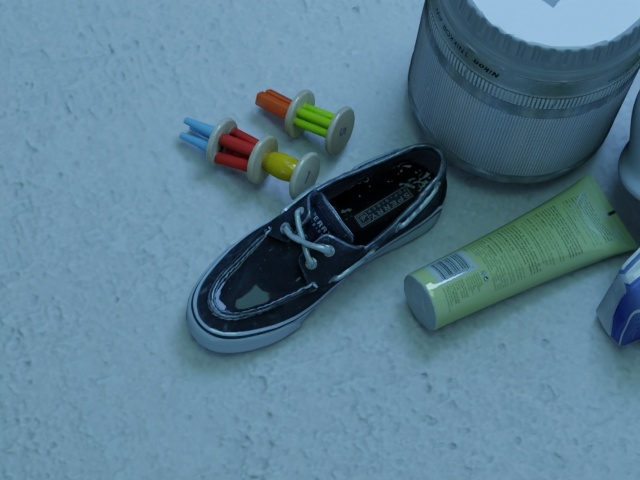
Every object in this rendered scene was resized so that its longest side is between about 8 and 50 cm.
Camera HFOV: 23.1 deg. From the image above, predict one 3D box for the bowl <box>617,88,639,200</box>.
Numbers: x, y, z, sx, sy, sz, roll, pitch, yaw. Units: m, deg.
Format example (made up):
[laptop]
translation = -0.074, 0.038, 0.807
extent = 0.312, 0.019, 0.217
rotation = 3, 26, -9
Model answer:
[bowl]
translation = 0.429, -0.140, 1.513
extent = 0.297, 0.134, 0.298
rotation = -9, 26, 4

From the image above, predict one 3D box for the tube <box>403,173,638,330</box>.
[tube]
translation = 0.199, 0.017, 1.562
extent = 0.240, 0.062, 0.070
rotation = -25, 113, -19

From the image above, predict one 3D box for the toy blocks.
[toy blocks]
translation = -0.057, -0.114, 1.600
extent = 0.148, 0.054, 0.123
rotation = 24, 58, 21

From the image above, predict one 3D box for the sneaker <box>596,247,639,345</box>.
[sneaker]
translation = 0.445, 0.039, 1.525
extent = 0.315, 0.127, 0.182
rotation = -26, 68, -16

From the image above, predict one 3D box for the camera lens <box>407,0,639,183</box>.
[camera lens]
translation = 0.205, -0.199, 1.534
extent = 0.219, 0.274, 0.219
rotation = 2, 66, -3

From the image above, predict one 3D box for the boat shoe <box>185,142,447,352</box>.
[boat shoe]
translation = 0.000, 0.000, 1.526
extent = 0.301, 0.102, 0.108
rotation = -29, 71, -16
